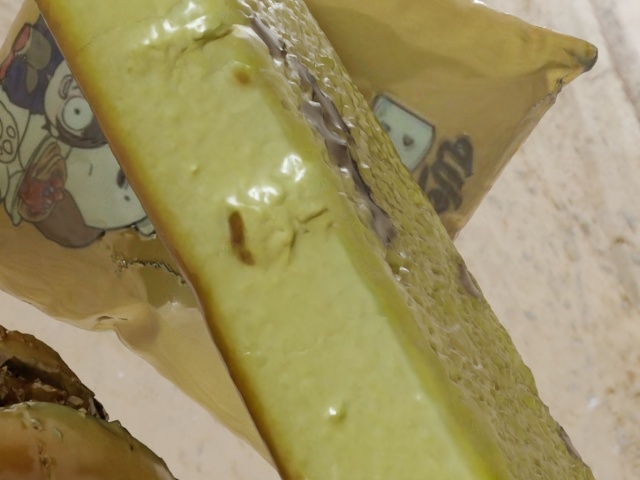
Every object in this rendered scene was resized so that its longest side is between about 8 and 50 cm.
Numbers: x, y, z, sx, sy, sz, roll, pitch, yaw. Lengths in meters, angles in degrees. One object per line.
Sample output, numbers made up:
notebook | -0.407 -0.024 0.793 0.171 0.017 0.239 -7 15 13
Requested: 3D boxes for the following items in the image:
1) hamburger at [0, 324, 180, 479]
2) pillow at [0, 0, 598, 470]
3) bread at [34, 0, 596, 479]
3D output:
hamburger | -0.137 0.123 0.379 0.113 0.185 0.177 41 -14 38
pillow | -0.057 -0.052 0.631 0.312 0.310 0.119 31 7 -1
bread | 0.000 0.001 0.433 0.361 0.077 0.138 61 17 13
